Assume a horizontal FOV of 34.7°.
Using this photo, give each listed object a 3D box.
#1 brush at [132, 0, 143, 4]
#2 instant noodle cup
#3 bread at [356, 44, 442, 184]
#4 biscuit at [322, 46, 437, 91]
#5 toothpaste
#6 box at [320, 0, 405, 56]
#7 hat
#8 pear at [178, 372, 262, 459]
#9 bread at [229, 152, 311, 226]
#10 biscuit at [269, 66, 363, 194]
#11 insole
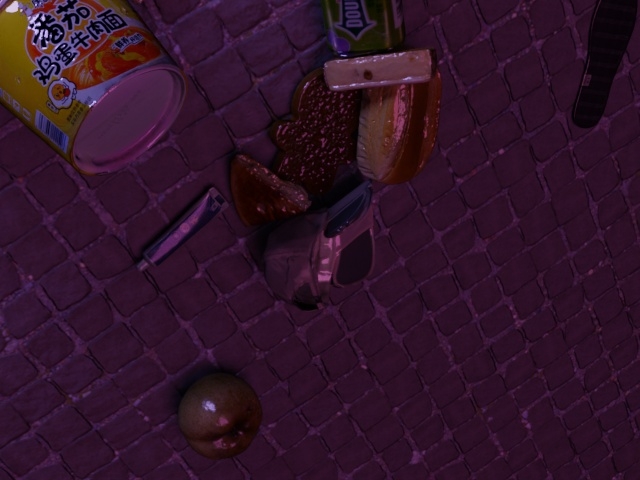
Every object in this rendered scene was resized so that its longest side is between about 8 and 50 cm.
[{"bbox_3d":[-0.250,-0.436,1.551,0.051,0.014,0.164,27,102,-36],"label":"brush"},{"bbox_3d":[-0.326,-0.232,1.443,0.264,0.200,0.264,-40,162,-16],"label":"instant noodle cup"},{"bbox_3d":[0.140,-0.216,1.789,0.140,0.106,0.236,-21,125,-42],"label":"bread"},{"bbox_3d":[0.098,-0.281,1.688,0.187,0.052,0.056,-4,104,21],"label":"biscuit"},{"bbox_3d":[-0.243,-0.015,1.777,0.197,0.035,0.057,-42,133,-3],"label":"toothpaste"},{"bbox_3d":[0.053,-0.454,1.592,0.134,0.097,0.346,-1,133,10],"label":"box"},{"bbox_3d":[0.008,-0.004,1.835,0.275,0.161,0.232,-48,160,-19],"label":"hat"},{"bbox_3d":[-0.188,0.334,1.934,0.167,0.136,0.167,-22,126,-35],"label":"pear"},{"bbox_3d":[-0.104,-0.071,1.786,0.154,0.054,0.136,35,134,0],"label":"bread"},{"bbox_3d":[-0.001,-0.193,1.793,0.179,0.039,0.236,14,109,-30],"label":"biscuit"},{"bbox_3d":[0.551,-0.364,1.986,0.110,0.012,0.310,-1,116,-27],"label":"insole"}]
